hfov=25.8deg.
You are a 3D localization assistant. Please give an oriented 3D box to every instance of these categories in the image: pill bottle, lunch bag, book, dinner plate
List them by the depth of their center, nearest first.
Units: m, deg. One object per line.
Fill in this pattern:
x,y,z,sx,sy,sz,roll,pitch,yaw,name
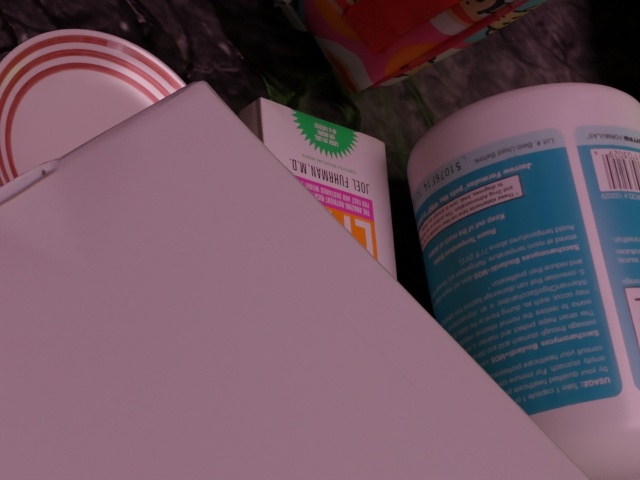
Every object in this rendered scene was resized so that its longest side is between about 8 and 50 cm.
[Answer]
-0.112,-0.043,0.722,0.141,0.017,0.141,17,59,-30,dinner plate
0.139,0.056,0.780,0.146,0.146,0.264,6,65,-36,pill bottle
0.000,0.000,0.781,0.096,0.035,0.144,15,59,-36,book
0.116,-0.190,0.787,0.120,0.293,0.258,56,47,-8,lunch bag

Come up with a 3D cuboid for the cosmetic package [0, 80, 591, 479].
-0.007,0.153,0.496,0.385,0.156,0.217,46,44,7,cosmetic package
